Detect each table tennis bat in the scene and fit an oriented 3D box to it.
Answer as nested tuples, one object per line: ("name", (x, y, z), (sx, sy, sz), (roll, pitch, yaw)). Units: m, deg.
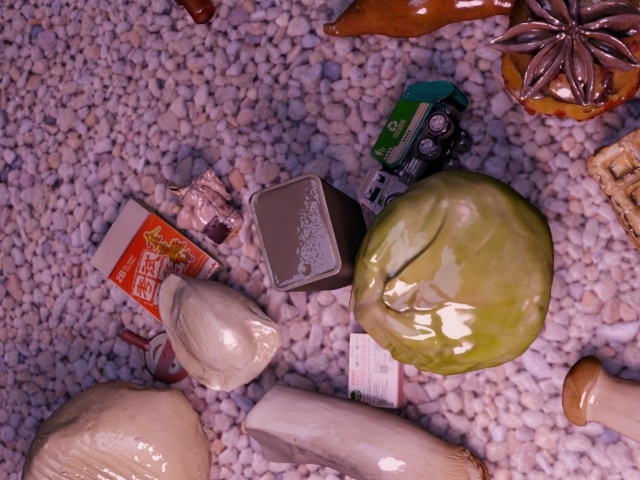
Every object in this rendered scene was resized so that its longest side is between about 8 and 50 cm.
("table tennis bat", (-0.308, 0.209, 1.609), (0.154, 0.019, 0.098), (24, 93, 17))

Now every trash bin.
("trash bin", (0.000, 0.000, 1.401), (0.122, 0.240, 0.164), (-18, 78, 17))

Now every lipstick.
("lipstick", (-0.293, -0.537, 1.636), (0.081, 0.081, 0.300), (-39, 73, 12))

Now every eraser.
("eraser", (-0.312, 0.044, 1.612), (0.230, 0.038, 0.157), (36, 97, 18))

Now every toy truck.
("toy truck", (0.162, -0.145, 1.430), (0.124, 0.114, 0.253), (34, 97, 32))

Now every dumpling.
("dumpling", (-0.196, 0.165, 1.513), (0.252, 0.131, 0.179), (28, 110, 12))

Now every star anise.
("star anise", (0.352, -0.280, 1.228), (0.212, 0.073, 0.197), (36, 93, 16))

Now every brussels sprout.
("brussels sprout", (0.210, 0.054, 1.308), (0.328, 0.247, 0.328), (0, 86, 6))

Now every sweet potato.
("sweet potato", (0.168, -0.405, 1.452), (0.359, 0.112, 0.112), (-9, 82, 21))

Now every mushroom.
("mushroom", (0.078, 0.342, 1.392), (0.397, 0.177, 0.126), (11, 53, 22))
("mushroom", (0.534, 0.261, 1.258), (0.350, 0.128, 0.128), (13, 89, 24))

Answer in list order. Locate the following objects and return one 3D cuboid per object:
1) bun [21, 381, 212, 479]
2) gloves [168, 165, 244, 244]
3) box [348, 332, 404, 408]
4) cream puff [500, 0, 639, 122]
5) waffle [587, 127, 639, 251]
("bun", (-0.344, 0.401, 1.477), (0.326, 0.234, 0.362), (8, 116, -4))
("gloves", (-0.204, -0.061, 1.557), (0.110, 0.094, 0.144), (-24, 100, 39))
("box", (0.096, 0.220, 1.451), (0.089, 0.043, 0.125), (2, 86, 19))
("cream puff", (0.398, -0.298, 1.335), (0.240, 0.164, 0.240), (-1, 80, 4))
("waffle", (0.620, -0.114, 1.268), (0.376, 0.114, 0.261), (-33, 73, 14))
